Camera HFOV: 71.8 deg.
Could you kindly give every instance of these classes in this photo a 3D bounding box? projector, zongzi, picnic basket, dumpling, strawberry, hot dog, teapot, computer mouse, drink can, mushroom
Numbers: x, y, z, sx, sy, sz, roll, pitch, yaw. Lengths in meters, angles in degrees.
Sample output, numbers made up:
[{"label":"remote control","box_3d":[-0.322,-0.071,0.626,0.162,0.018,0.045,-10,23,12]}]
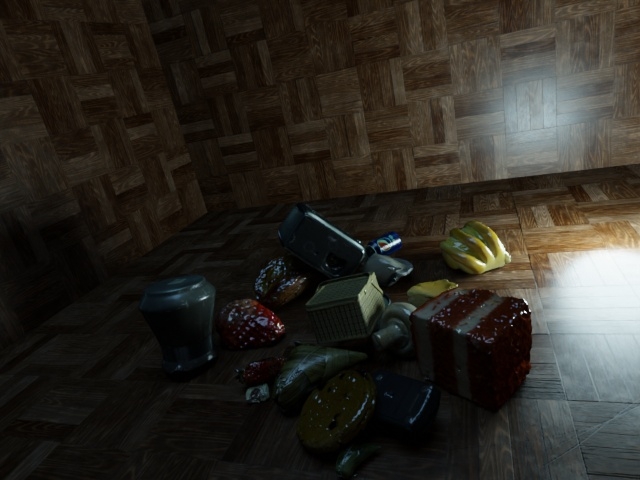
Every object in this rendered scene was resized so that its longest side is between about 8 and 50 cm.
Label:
[{"label":"projector","box_3d":[0.000,0.000,2.294,0.242,0.395,0.405,-57,13,5]},{"label":"zongzi","box_3d":[0.000,0.472,1.531,0.288,0.134,0.286,-2,28,22]},{"label":"picnic basket","box_3d":[0.102,0.244,1.721,0.228,0.175,0.313,-14,9,23]},{"label":"zongzi","box_3d":[0.105,0.606,1.222,0.119,0.055,0.109,-5,21,17]},{"label":"dumpling","box_3d":[0.324,0.153,2.176,0.293,0.163,0.204,4,-7,42]},{"label":"strawberry","box_3d":[-0.223,0.493,1.654,0.140,0.085,0.192,-32,-25,27]},{"label":"hot dog","box_3d":[-0.170,0.201,2.256,0.387,0.174,0.267,-27,34,-34]},{"label":"teapot","box_3d":[-0.568,0.340,1.877,0.306,0.361,0.376,-5,11,9]},{"label":"computer mouse","box_3d":[0.233,0.498,1.343,0.269,0.100,0.170,0,44,52]},{"label":"strawberry","box_3d":[-0.314,0.359,1.975,0.336,0.149,0.265,3,24,34]},{"label":"drink can","box_3d":[0.351,0.034,2.472,0.205,0.118,0.118,-27,25,-29]},{"label":"mushroom","box_3d":[0.283,0.326,1.632,0.209,0.206,0.206,10,17,-13]}]

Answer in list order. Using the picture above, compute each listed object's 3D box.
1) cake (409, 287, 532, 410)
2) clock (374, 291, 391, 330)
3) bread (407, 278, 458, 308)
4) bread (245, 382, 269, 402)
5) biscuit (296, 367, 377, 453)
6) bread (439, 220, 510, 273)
[{"label":"cake","box_3d":[0.486,0.321,1.434,0.270,0.269,0.319,-27,26,-33]},{"label":"clock","box_3d":[0.163,0.308,1.952,0.313,0.061,0.312,-12,20,4]},{"label":"bread","box_3d":[0.489,0.251,1.755,0.224,0.183,0.211,5,21,35]},{"label":"bread","box_3d":[-0.225,0.549,1.590,0.083,0.035,0.070,-15,19,0]},{"label":"biscuit","box_3d":[0.053,0.518,1.349,0.296,0.075,0.296,-38,16,13]},{"label":"bread","box_3d":[0.723,0.028,2.145,0.270,0.211,0.315,-15,18,-4]}]
